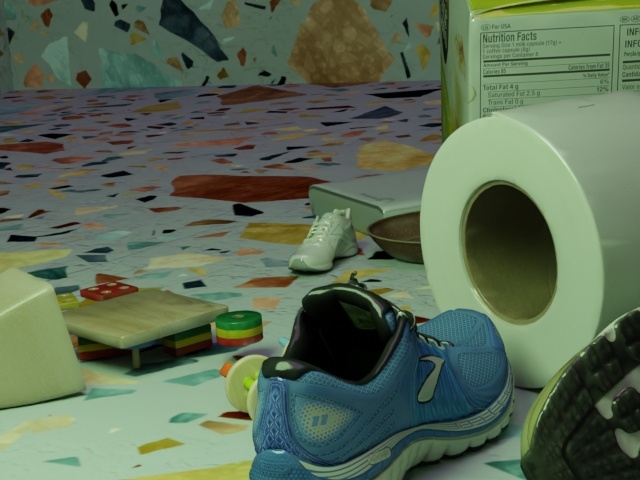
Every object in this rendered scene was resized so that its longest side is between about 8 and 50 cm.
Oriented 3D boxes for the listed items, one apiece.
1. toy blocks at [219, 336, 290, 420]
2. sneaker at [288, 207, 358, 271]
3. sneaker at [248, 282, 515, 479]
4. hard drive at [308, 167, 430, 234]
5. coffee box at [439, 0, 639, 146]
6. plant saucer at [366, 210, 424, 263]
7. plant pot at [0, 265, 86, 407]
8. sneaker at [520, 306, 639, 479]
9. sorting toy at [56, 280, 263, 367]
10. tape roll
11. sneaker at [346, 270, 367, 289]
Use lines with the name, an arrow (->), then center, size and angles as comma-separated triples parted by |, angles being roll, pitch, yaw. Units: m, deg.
toy blocks -> -0.033, 0.117, 1.415 | 0.123, 0.054, 0.148 | -8, 13, -21
sneaker -> 0.000, 0.000, 1.927 | 0.053, 0.061, 0.152 | 3, 15, 22
sneaker -> 0.058, 0.099, 1.251 | 0.129, 0.147, 0.330 | 3, 14, 29
hard drive -> 0.191, -0.066, 2.198 | 0.353, 0.047, 0.233 | -10, 13, -23
coffee box -> 0.312, -0.174, 1.794 | 0.338, 0.334, 0.338 | -4, 30, 0
plant saucer -> 0.156, -0.004, 1.948 | 0.198, 0.036, 0.198 | -4, 13, 1
plant pot -> -0.296, 0.099, 1.486 | 0.096, 0.109, 0.109 | -24, 20, -25
sneaker -> 0.257, 0.126, 1.209 | 0.410, 0.158, 0.182 | -20, -11, -47
sorting toy -> -0.187, 0.091, 1.601 | 0.132, 0.046, 0.274 | -15, 17, -40
tape roll -> 0.229, -0.003, 1.437 | 0.169, 0.246, 0.246 | -11, 14, -33
sneaker -> 0.042, 0.064, 1.593 | 0.098, 0.069, 0.038 | 7, 17, 41
